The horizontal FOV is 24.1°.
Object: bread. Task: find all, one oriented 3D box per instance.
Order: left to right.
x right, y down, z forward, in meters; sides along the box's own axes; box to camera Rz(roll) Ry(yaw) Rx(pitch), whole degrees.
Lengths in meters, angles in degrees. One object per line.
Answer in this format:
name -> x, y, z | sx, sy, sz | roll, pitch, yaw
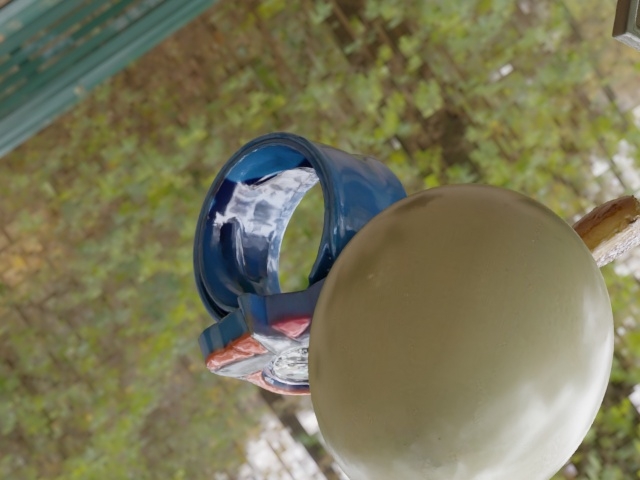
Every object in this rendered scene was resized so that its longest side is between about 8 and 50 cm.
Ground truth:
bread -> 0.273, 0.007, 1.543 | 0.136, 0.054, 0.154 | -36, 165, 6

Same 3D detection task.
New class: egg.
egg -> 0.084, 0.067, 0.924 | 0.186, 0.186, 0.241 | -33, -165, 37

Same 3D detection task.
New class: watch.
watch -> 0.000, 0.000, 1.653 | 0.241, 0.274, 0.305 | 18, 135, -43

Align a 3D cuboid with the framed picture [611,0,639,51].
framed picture -> 0.409, -0.233, 1.406 | 0.024, 0.315, 0.232 | -18, -125, 57
